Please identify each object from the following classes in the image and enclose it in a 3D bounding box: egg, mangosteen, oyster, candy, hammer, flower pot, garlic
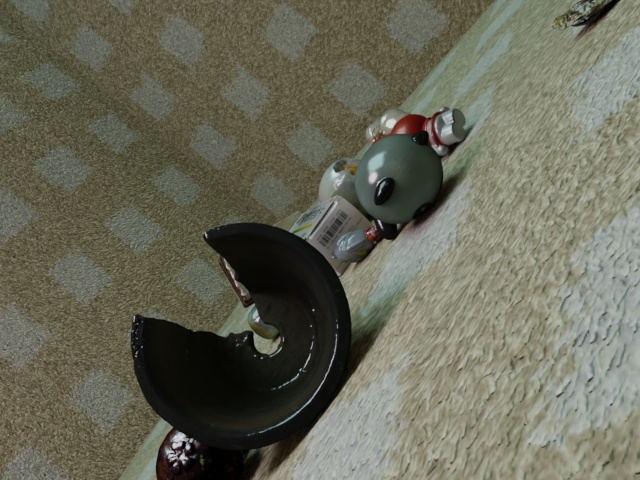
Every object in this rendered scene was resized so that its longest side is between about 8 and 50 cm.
[{"bbox_3d":[0.083,-0.132,1.865,0.183,0.183,0.217,-59,-16,-50],"label":"egg"},{"bbox_3d":[-0.215,0.410,1.138,0.172,0.172,0.184,-55,-18,-27],"label":"mangosteen"},{"bbox_3d":[0.526,-0.455,1.193,0.165,0.053,0.108,-43,18,9],"label":"oyster"},{"bbox_3d":[-0.153,0.060,1.995,0.320,0.179,0.135,-30,-15,-20],"label":"candy"},{"bbox_3d":[-0.134,0.208,1.929,0.202,0.113,0.305,-49,-2,-9],"label":"hammer"},{"bbox_3d":[-0.115,0.183,1.140,0.379,0.379,0.251,-52,-14,-7],"label":"flower pot"},{"bbox_3d":[0.254,-0.293,1.817,0.225,0.199,0.199,-18,-15,-34],"label":"garlic"}]

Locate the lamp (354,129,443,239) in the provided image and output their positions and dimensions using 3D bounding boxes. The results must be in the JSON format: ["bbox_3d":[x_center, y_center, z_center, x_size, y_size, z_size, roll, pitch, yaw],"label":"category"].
[{"bbox_3d":[0.164,-0.116,1.330,0.198,0.197,0.244,-54,-16,-19],"label":"lamp"}]

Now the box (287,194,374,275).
[{"bbox_3d":[0.001,0.000,1.775,0.173,0.145,0.333,-54,12,-17],"label":"box"}]

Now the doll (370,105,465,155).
[{"bbox_3d":[0.238,-0.247,1.586,0.290,0.129,0.161,-19,59,48],"label":"doll"}]

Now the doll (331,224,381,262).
[{"bbox_3d":[0.101,0.000,1.530,0.180,0.079,0.094,-36,-4,17],"label":"doll"}]
